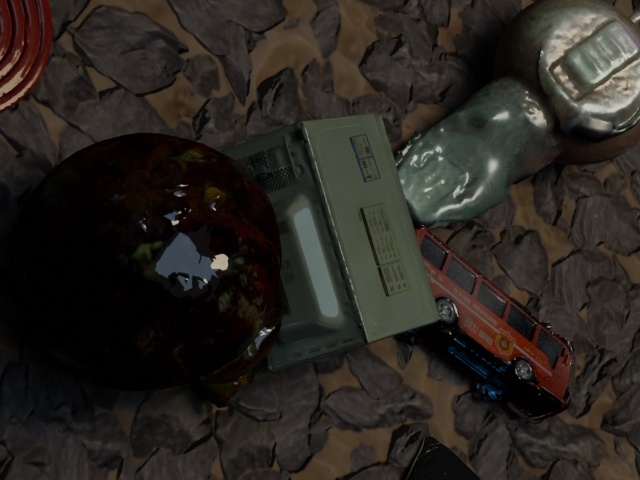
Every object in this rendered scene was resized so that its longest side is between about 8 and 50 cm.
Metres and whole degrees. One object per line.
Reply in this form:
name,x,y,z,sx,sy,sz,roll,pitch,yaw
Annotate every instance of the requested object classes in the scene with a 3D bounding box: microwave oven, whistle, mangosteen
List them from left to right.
mangosteen,-0.139,0.047,1.573,0.231,0.231,0.289,-49,144,-31
microwave oven,0.000,0.000,1.683,0.162,0.122,0.208,-12,84,-57
whistle,0.209,-0.125,1.865,0.348,0.189,0.189,-37,100,-13

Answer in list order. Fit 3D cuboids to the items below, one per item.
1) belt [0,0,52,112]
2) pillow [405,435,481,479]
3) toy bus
belt,-0.382,-0.215,1.512,0.324,0.115,0.227,38,61,-19
pillow,0.109,0.296,1.730,0.141,0.055,0.208,44,48,-5
toy bus,0.155,0.085,1.813,0.235,0.073,0.096,37,55,-20
